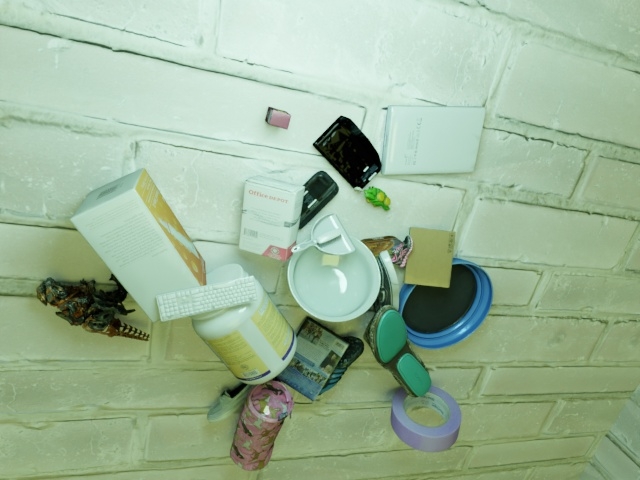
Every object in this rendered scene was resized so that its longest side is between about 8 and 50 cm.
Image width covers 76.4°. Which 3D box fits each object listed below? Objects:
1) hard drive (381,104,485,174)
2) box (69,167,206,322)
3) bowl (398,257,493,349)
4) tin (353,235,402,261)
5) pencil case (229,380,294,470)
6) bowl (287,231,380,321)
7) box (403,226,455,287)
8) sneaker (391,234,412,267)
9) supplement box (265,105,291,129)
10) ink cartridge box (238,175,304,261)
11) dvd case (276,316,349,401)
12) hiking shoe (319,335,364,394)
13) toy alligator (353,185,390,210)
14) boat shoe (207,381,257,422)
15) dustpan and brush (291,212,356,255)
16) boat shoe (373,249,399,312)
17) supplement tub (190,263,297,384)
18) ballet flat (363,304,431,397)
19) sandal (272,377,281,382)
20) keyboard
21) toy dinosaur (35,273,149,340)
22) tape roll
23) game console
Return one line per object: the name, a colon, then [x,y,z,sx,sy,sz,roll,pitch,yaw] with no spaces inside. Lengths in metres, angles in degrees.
hard drive: [0.357,-0.318,1.295,0.320,0.040,0.210,-4,115,-14]
box: [-0.470,0.010,1.108,0.169,0.215,0.345,-27,119,-4]
bowl: [0.472,0.241,1.568,0.392,0.077,0.390,-6,116,-14]
tin: [0.200,0.040,1.419,0.190,0.040,0.106,-7,112,-14]
pencil case: [-0.219,0.686,1.491,0.167,0.160,0.385,30,123,13]
bowl: [0.033,0.129,1.323,0.299,0.134,0.297,4,69,-11]
box: [0.383,0.059,1.429,0.165,0.021,0.200,6,92,-3]
sneaker: [0.277,0.035,1.399,0.057,0.047,0.119,14,109,-10]
supplement box: [-0.118,-0.339,1.124,0.055,0.083,0.043,11,111,-21]
ink cartridge box: [-0.146,-0.068,1.203,0.159,0.092,0.217,15,114,12]
dvd case: [-0.035,0.427,1.468,0.181,0.022,0.252,31,93,4]
hiking shoe: [0.048,0.478,1.554,0.304,0.113,0.132,-38,139,5]
toy alligator: [0.171,-0.149,1.299,0.190,0.056,0.051,25,68,-44]
boat shoe: [-0.329,0.577,1.498,0.228,0.079,0.081,-32,112,-7]
dustpan and brush: [0.000,0.000,1.259,0.211,0.060,0.147,-24,76,-21]
boat shoe: [0.211,0.156,1.420,0.102,0.108,0.301,-14,138,-1]
supplement tub: [-0.246,0.261,1.276,0.241,0.241,0.331,-30,118,-1]
ballet flat: [0.261,0.406,1.525,0.164,0.182,0.482,-42,122,-18]
sandal: [-0.156,0.553,1.540,0.040,0.067,0.179,-6,113,-26]
keyboard: [-0.300,0.155,1.092,0.257,0.014,0.072,-11,104,-14]
toy dinosaur: [-0.654,0.199,1.210,0.218,0.164,0.322,-38,138,20]
tape roll: [0.428,0.716,1.662,0.275,0.274,0.090,-5,116,-14]
game console: [0.013,-0.189,1.255,0.361,0.044,0.213,-44,118,5]
